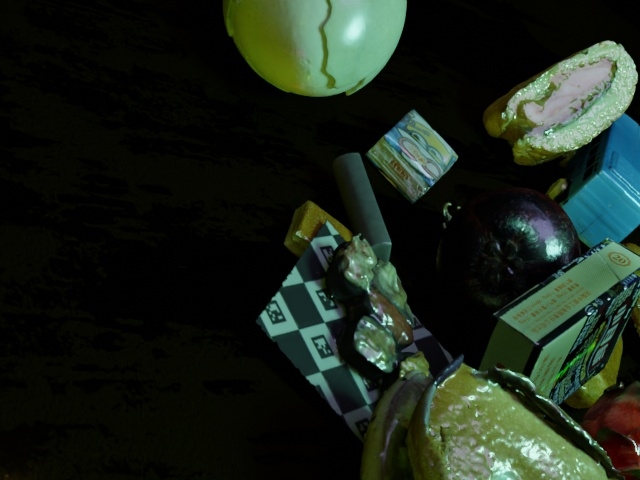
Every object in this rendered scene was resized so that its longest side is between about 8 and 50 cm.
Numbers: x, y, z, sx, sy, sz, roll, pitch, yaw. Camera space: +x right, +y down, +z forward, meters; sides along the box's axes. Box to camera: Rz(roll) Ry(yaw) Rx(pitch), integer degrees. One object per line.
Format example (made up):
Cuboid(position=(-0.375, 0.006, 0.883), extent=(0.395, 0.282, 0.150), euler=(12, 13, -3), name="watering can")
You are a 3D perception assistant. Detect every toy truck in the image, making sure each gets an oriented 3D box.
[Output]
Cuboid(position=(0.562, -0.119, 2.331), extent=(0.161, 0.162, 0.385), euler=(43, 30, -4), name="toy truck")

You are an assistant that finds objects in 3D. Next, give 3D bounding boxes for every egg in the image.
Cuboid(position=(-0.009, -0.355, 1.788), extent=(0.278, 0.278, 0.336), euler=(33, 33, -22), name="egg")

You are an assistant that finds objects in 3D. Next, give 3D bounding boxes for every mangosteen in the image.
Cuboid(position=(0.286, 0.024, 1.774), extent=(0.216, 0.216, 0.216), euler=(31, 34, -24), name="mangosteen")

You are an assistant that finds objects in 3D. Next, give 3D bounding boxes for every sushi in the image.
Cuboid(position=(0.077, 0.126, 1.505), extent=(0.294, 0.059, 0.292), euler=(48, 32, -11), name="sushi")

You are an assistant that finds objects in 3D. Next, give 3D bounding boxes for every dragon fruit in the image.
Cuboid(position=(0.438, 0.299, 1.652), extent=(0.192, 0.193, 0.274), euler=(55, 39, -16), name="dragon fruit")

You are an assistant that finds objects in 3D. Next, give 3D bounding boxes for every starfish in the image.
Cuboid(position=(0.227, -0.017, 1.928), extent=(0.078, 0.028, 0.091), euler=(26, 38, -21), name="starfish")

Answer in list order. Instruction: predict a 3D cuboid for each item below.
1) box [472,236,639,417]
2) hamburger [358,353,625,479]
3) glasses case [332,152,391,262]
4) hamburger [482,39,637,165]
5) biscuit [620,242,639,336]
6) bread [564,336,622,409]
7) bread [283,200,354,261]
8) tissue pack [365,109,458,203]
Cuboid(position=(0.318, 0.139, 1.621), extent=(0.084, 0.198, 0.310), euler=(35, 40, 26), name="box")
Cuboid(position=(0.184, 0.298, 1.316), extent=(0.318, 0.195, 0.277), euler=(47, 44, -6), name="hamburger")
Cuboid(position=(0.059, -0.038, 1.703), extent=(0.042, 0.072, 0.191), euler=(-12, 50, -7), name="glasses case")
Cuboid(position=(0.454, -0.253, 2.330), extent=(0.330, 0.209, 0.162), euler=(-36, 93, -23), name="hamburger")
Cuboid(position=(0.619, 0.140, 2.180), extent=(0.305, 0.038, 0.305), euler=(41, 32, -33), name="biscuit")
Cuboid(position=(0.433, 0.159, 1.925), extent=(0.124, 0.084, 0.344), euler=(64, 27, -15), name="bread")
Cuboid(position=(0.000, 0.000, 1.619), extent=(0.090, 0.035, 0.094), euler=(39, 31, -13), name="bread")
Cuboid(position=(0.153, -0.139, 1.941), extent=(0.115, 0.065, 0.155), euler=(45, 30, 0), name="tissue pack")
